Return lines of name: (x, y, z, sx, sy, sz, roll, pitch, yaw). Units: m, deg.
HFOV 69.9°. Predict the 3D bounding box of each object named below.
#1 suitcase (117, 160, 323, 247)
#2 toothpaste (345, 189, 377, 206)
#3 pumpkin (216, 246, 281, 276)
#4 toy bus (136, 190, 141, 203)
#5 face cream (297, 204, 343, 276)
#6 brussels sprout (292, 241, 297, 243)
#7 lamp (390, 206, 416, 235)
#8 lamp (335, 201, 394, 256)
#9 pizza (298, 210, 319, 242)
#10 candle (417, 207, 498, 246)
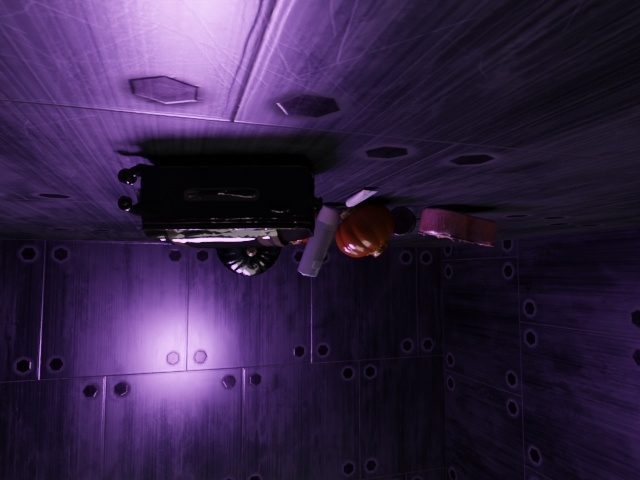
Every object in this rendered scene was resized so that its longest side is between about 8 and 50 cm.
suitcase: (-0.211, -0.080, 1.075, 0.435, 0.193, 0.283, -2, 176, 2)
toothpaste: (0.120, -0.135, 1.425, 0.048, 0.031, 0.190, 4, 172, -16)
pumpkin: (-0.275, 0.001, 1.735, 0.248, 0.247, 0.248, 0, 176, 0)
toy bus: (-0.464, -0.117, 1.367, 0.175, 0.079, 0.077, -3, -177, 27)
face cream: (0.000, 0.000, 1.686, 0.073, 0.269, 0.107, 30, -164, 29)
brussels sprout: (-0.098, -0.036, 2.329, 0.139, 0.100, 0.181, -11, 172, 11)
lamp: (0.343, -0.098, 1.860, 0.130, 0.108, 0.371, -14, -174, 21)
lamp: (0.157, -0.036, 1.614, 0.223, 0.196, 0.223, -37, 179, -1)
pizza: (-0.136, -0.050, 1.909, 0.407, 0.130, 0.440, -3, 175, 10)
candle: (0.524, -0.062, 1.815, 0.317, 0.131, 0.287, 12, 179, -20)
